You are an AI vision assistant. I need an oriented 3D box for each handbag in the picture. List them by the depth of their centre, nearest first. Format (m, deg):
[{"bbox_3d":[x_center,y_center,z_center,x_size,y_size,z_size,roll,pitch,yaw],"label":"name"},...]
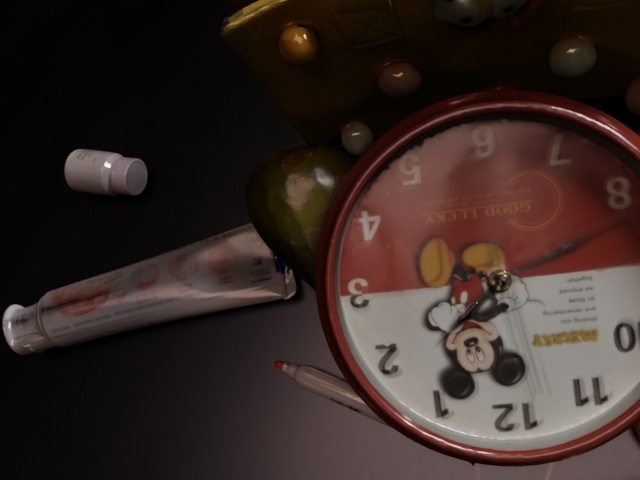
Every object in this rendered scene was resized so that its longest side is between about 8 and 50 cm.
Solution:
[{"bbox_3d":[0.135,-0.184,0.556,0.401,0.283,0.132,-6,76,14],"label":"handbag"}]

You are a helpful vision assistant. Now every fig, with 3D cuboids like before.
[{"bbox_3d":[0.009,-0.014,0.655,0.133,0.185,0.126,-9,37,54],"label":"fig"}]

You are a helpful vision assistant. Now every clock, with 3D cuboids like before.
[{"bbox_3d":[0.151,0.033,0.548,0.319,0.080,0.318,1,94,9],"label":"clock"}]

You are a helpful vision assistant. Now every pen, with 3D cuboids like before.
[{"bbox_3d":[0.049,0.159,0.624,0.218,0.026,0.026,19,81,21],"label":"pen"}]

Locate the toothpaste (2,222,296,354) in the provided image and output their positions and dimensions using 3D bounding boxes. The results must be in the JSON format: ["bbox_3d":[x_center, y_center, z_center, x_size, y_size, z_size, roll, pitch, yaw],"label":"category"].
[{"bbox_3d":[-0.187,0.056,0.710,0.323,0.066,0.100,-16,66,8],"label":"toothpaste"}]

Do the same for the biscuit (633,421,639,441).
[{"bbox_3d":[0.350,0.084,0.541,0.203,0.041,0.259,-10,76,16],"label":"biscuit"}]

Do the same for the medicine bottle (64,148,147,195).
[{"bbox_3d":[-0.256,-0.080,0.773,0.089,0.052,0.052,8,77,20],"label":"medicine bottle"}]
